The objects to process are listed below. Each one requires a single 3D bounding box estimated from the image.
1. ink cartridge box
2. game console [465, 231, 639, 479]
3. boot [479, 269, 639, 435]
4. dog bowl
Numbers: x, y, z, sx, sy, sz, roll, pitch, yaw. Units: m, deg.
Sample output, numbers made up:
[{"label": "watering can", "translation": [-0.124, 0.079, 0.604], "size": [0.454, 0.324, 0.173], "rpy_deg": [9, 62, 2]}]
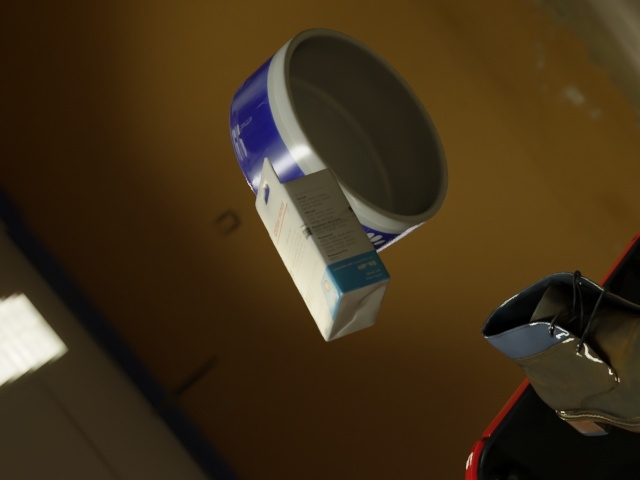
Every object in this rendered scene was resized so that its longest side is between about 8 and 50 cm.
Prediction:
[{"label": "ink cartridge box", "translation": [0.000, 0.000, 1.729], "size": [0.180, 0.060, 0.104], "rpy_deg": [62, 158, 24]}, {"label": "game console", "translation": [0.365, 0.214, 1.536], "size": [0.386, 0.342, 0.060], "rpy_deg": [37, 169, 15]}, {"label": "boot", "translation": [0.188, 0.070, 1.108], "size": [0.106, 0.082, 0.219], "rpy_deg": [36, 155, -8]}, {"label": "dog bowl", "translation": [0.023, -0.112, 1.958], "size": [0.265, 0.104, 0.265], "rpy_deg": [30, -138, -30]}]
